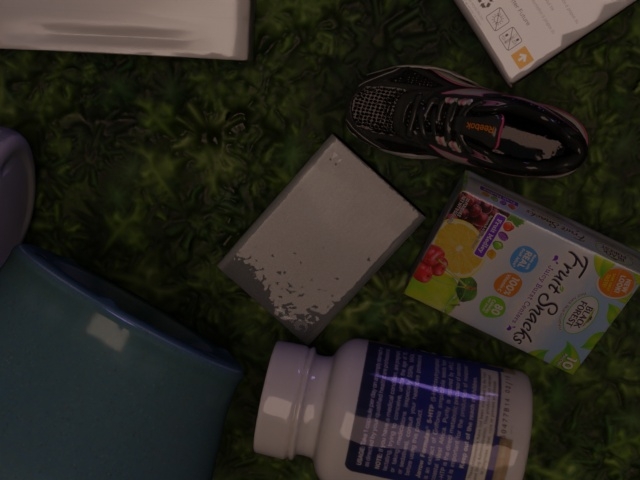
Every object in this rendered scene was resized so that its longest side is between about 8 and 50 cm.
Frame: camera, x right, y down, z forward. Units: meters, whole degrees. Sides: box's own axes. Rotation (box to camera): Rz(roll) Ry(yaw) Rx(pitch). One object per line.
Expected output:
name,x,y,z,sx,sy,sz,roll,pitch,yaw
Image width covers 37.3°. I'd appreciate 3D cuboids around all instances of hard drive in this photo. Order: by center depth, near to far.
hard drive,-0.144,-0.288,0.675,0.203,0.040,0.308,4,100,4
hard drive,0.000,0.000,0.719,0.094,0.022,0.135,41,101,-3

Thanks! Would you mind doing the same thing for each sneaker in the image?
sneaker,0.106,-0.085,0.668,0.178,0.077,0.072,8,99,4

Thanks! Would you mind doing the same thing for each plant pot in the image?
plant pot,-0.189,0.153,0.654,0.271,0.271,0.255,31,86,-1

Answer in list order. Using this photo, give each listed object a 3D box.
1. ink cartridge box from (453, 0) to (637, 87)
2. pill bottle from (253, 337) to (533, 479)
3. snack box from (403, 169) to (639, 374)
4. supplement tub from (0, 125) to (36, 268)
ink cartridge box,0.162,-0.249,0.651,0.208,0.045,0.206,-33,94,11
pill bottle,0.051,0.132,0.692,0.186,0.112,0.112,12,100,3
snack box,0.145,0.024,0.688,0.141,0.037,0.100,26,123,0
supplement tub,-0.318,-0.041,0.693,0.190,0.117,0.117,12,100,3
